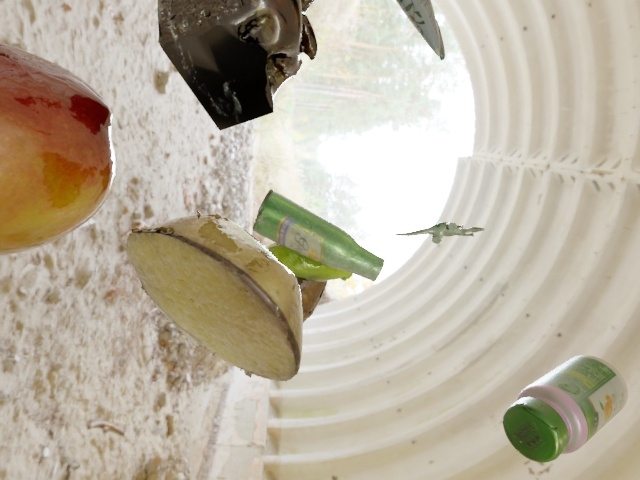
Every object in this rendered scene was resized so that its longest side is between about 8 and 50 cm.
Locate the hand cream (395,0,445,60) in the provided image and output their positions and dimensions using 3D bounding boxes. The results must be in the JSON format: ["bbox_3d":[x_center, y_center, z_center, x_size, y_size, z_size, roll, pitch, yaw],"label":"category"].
[{"bbox_3d":[0.150,-0.379,0.688,0.256,0.055,0.088,15,61,-56],"label":"hand cream"}]

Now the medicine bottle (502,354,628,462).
[{"bbox_3d":[0.482,0.329,0.871,0.133,0.274,0.133,20,-66,52],"label":"medicine bottle"}]

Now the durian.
[{"bbox_3d":[-0.042,0.050,1.076,0.139,0.251,0.101,121,-26,-69],"label":"durian"}]

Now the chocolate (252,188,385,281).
[{"bbox_3d":[0.000,0.000,0.957,0.110,0.291,0.110,-62,176,-8],"label":"chocolate"}]

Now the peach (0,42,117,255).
[{"bbox_3d":[-0.462,-0.128,0.632,0.308,0.333,0.307,159,-90,-79],"label":"peach"}]

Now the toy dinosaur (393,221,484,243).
[{"bbox_3d":[0.273,-0.024,1.010,0.106,0.188,0.044,-26,108,-62],"label":"toy dinosaur"}]

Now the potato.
[{"bbox_3d":[-0.119,0.065,0.591,0.116,0.299,0.238,-39,129,-39],"label":"potato"}]

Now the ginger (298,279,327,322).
[{"bbox_3d":[-0.055,0.141,1.256,0.107,0.133,0.309,-26,-150,43],"label":"ginger"}]

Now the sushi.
[{"bbox_3d":[-0.114,-0.344,0.668,0.215,0.213,0.227,56,25,-45],"label":"sushi"}]
